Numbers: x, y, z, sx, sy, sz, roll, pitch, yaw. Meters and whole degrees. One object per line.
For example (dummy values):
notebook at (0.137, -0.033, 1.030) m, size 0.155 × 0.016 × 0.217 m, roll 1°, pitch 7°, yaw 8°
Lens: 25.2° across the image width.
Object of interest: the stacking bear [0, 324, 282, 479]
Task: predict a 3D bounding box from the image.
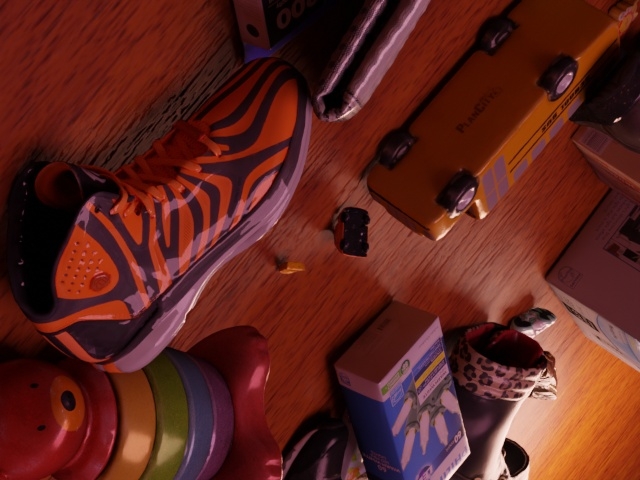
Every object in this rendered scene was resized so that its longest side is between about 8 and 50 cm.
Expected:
stacking bear at (-0.198, 0.168, 1.331) m, size 0.164 × 0.175 × 0.289 m, roll -20°, pitch 161°, yaw 40°

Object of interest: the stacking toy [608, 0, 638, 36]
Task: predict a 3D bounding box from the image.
stacking toy at (0.438, -0.304, 1.759) m, size 0.052 × 0.167 × 0.221 m, roll -41°, pitch 150°, yaw -23°

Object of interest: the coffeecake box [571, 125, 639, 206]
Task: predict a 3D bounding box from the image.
coffeecake box at (0.447, -0.103, 2.015) m, size 0.068 × 0.142 × 0.185 m, roll -53°, pitch 151°, yaw 1°

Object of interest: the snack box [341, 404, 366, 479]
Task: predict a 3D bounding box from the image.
snack box at (0.067, 0.251, 1.934) m, size 0.100 × 0.037 × 0.141 m, roll -21°, pitch 136°, yaw -43°

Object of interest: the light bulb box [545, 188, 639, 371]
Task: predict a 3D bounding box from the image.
light bulb box at (0.592, 0.117, 2.243) m, size 0.225 × 0.361 × 0.358 m, roll -53°, pitch 151°, yaw -2°

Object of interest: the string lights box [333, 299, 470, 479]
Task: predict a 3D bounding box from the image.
string lights box at (0.109, 0.220, 1.851) m, size 0.133 × 0.076 × 0.260 m, roll -45°, pitch 136°, yaw -31°

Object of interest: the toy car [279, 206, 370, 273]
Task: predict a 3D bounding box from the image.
toy car at (0.000, 0.000, 1.586) m, size 0.122 × 0.060 × 0.040 m, roll -12°, pitch 177°, yaw -30°

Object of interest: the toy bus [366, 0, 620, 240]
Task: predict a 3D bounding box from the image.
toy bus at (0.200, -0.142, 1.637) m, size 0.333 × 0.108 × 0.130 m, roll -49°, pitch 156°, yaw -10°

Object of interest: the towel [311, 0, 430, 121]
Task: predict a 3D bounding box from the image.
towel at (0.098, -0.245, 1.289) m, size 0.324 × 0.056 × 0.312 m, roll -59°, pitch 180°, yaw 6°

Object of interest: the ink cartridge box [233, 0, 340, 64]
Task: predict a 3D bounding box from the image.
ink cartridge box at (0.004, -0.267, 1.277) m, size 0.206 × 0.045 × 0.208 m, roll -42°, pitch 150°, yaw -22°

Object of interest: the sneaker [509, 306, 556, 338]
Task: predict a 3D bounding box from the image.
sneaker at (0.318, 0.143, 2.202) m, size 0.098 × 0.038 × 0.069 m, roll -12°, pitch 133°, yaw -39°

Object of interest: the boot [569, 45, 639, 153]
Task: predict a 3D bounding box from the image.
boot at (0.421, -0.125, 1.766) m, size 0.118 × 0.222 × 0.338 m, roll -49°, pitch -178°, yaw 12°

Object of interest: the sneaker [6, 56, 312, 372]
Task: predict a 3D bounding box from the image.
sneaker at (-0.139, -0.046, 1.209) m, size 0.321 × 0.124 × 0.180 m, roll -58°, pitch 140°, yaw -8°

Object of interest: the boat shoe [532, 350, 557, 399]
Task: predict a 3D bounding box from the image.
boat shoe at (0.345, 0.203, 2.290) m, size 0.178 × 0.064 × 0.060 m, roll 55°, pitch 43°, yaw -62°

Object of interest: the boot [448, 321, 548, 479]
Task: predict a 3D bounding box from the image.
boot at (0.250, 0.269, 2.139) m, size 0.377 × 0.138 × 0.284 m, roll 3°, pitch 119°, yaw -51°

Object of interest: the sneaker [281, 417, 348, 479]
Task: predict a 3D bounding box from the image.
sneaker at (-0.004, 0.367, 1.862) m, size 0.107 × 0.124 × 0.283 m, roll -10°, pitch 129°, yaw -53°
